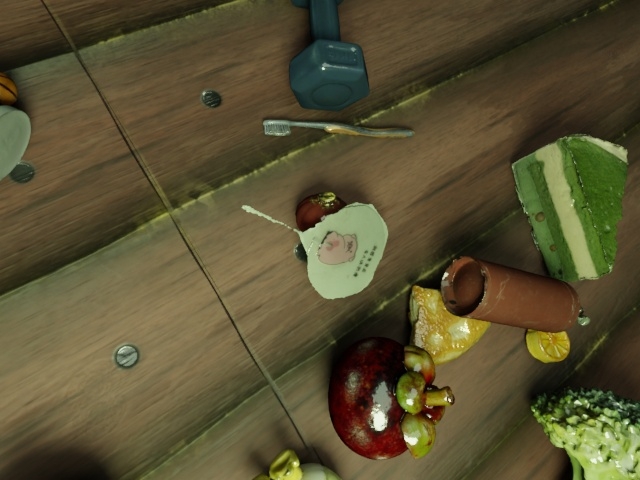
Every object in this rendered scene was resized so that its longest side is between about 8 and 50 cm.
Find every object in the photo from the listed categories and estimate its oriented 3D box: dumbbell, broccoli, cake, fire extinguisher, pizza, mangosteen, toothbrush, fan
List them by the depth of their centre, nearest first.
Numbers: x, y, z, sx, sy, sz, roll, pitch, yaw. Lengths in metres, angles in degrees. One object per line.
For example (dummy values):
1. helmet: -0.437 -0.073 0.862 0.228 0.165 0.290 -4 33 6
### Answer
1. mangosteen: 0.107 0.242 0.651 0.199 0.200 0.200 4 75 -16
2. fan: 0.001 0.000 0.687 0.310 0.010 0.182 21 93 -40
3. broccoli: 0.455 0.430 0.709 0.396 0.275 0.354 -25 47 16
4. pizza: 0.214 0.150 0.784 0.182 0.062 0.161 -35 95 -17
5. fire extinguisher: 0.376 0.100 0.790 0.336 0.107 0.147 14 27 -26
6. dumbbell: 0.007 -0.420 0.815 0.144 0.160 0.326 -7 77 14
7. toothbrush: 0.045 -0.221 0.840 0.320 0.023 0.031 -4 84 -17
8. cake: 0.457 0.204 0.850 0.083 0.044 0.084 5 74 -17
9. cake: 0.556 -0.065 0.890 0.172 0.158 0.284 -9 81 -21

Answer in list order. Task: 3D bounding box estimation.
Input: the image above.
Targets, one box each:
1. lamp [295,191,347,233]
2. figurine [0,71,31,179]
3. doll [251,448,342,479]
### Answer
1. lamp: 0.005 -0.041 0.747 0.101 0.090 0.101 6 34 -4
2. figurine: -0.553 -0.196 0.589 0.236 0.133 0.176 24 61 -13
3. doll: 0.013 0.439 0.611 0.141 0.117 0.296 -41 91 -19
